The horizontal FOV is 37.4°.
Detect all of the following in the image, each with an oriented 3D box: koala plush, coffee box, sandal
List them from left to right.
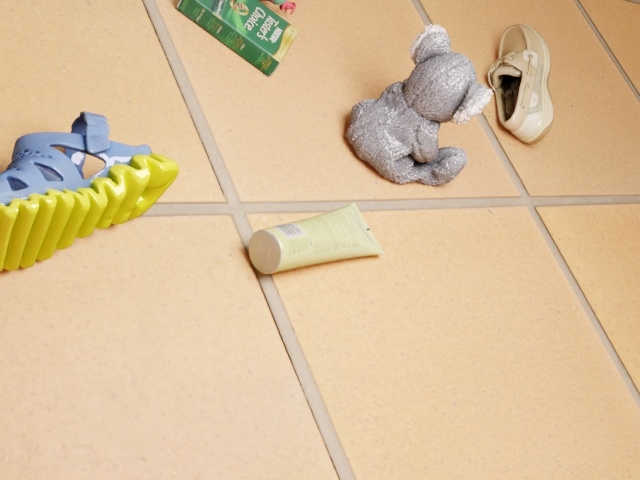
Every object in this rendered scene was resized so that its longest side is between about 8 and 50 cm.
[{"bbox_3d":[-0.313,-0.065,1.092,0.138,0.126,0.317,48,32,8],"label":"sandal"},{"bbox_3d":[-0.130,-0.357,1.529,0.184,0.040,0.113,36,41,-10],"label":"coffee box"},{"bbox_3d":[0.171,-0.216,1.522,0.203,0.221,0.196,-10,64,-43],"label":"koala plush"}]

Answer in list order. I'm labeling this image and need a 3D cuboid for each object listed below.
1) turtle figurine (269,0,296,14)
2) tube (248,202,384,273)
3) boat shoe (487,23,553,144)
[{"bbox_3d":[-0.101,-0.469,1.589,0.234,0.118,0.175,47,22,27],"label":"turtle figurine"},{"bbox_3d":[0.000,0.000,1.337,0.240,0.062,0.070,-14,111,-50],"label":"tube"},{"bbox_3d":[0.391,-0.330,1.888,0.098,0.109,0.302,21,52,-26],"label":"boat shoe"}]
